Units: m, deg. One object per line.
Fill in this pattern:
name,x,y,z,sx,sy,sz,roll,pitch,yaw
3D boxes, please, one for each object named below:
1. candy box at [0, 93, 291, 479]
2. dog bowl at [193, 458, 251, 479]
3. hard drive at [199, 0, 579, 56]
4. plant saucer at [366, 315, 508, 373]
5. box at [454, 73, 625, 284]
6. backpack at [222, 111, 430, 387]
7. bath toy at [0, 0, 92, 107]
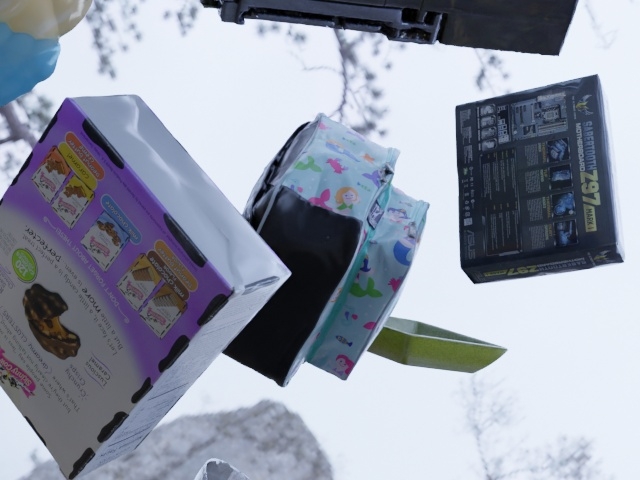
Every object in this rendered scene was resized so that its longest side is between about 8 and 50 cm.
candy box,-0.142,0.031,0.671,0.165,0.070,0.196,49,-62,14
dog bowl,-0.020,0.349,0.861,0.348,0.102,0.349,48,-2,3
hard drive,0.006,-0.233,0.723,0.339,0.237,0.064,-114,-149,-53
plant saucer,0.122,0.137,1.381,0.188,0.188,0.045,14,-88,53
box,0.259,-0.073,1.227,0.184,0.232,0.059,-11,-28,23
backpack,0.000,0.000,1.044,0.191,0.253,0.225,22,-57,-7
bath toy,-0.258,-0.221,0.554,0.348,0.151,0.129,49,-13,24
